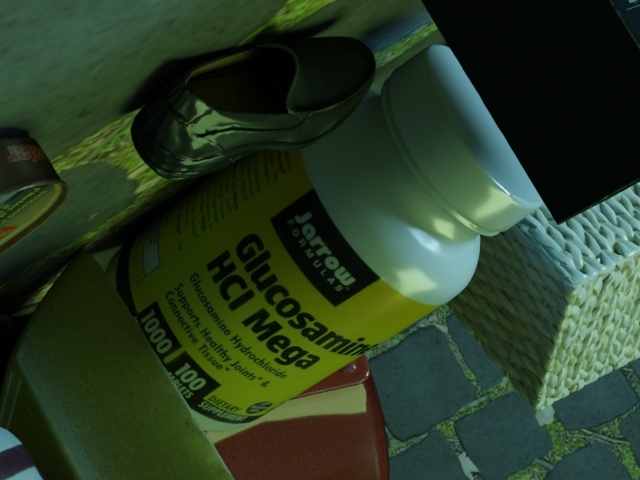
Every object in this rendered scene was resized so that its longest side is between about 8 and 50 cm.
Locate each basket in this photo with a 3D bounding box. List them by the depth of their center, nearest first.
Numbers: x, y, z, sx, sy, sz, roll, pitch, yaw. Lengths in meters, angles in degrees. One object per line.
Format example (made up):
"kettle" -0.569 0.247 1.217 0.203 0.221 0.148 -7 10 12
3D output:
"basket" 0.318 -0.012 1.526 0.266 0.331 0.328 -24 146 -19

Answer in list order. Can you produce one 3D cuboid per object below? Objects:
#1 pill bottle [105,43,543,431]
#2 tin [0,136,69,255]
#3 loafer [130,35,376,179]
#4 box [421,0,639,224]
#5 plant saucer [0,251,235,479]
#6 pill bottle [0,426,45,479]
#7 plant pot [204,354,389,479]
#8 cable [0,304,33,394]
"pill bottle" 0.000 0.000 0.892 0.334 0.188 0.188 -35 174 28
"tin" -0.210 0.010 0.567 0.190 0.040 0.106 -34 171 17
"loafer" -0.025 -0.085 0.647 0.170 0.062 0.061 -30 170 -38
"box" 0.188 -0.141 0.689 0.103 0.184 0.261 -37 173 40
"plant saucer" -0.178 0.237 0.890 0.081 0.333 0.332 -14 143 -36
"pill bottle" -0.244 0.257 0.707 0.224 0.392 0.224 -32 174 -4
"plant pot" -0.074 0.130 1.155 0.267 0.267 0.236 -10 149 -15
"cable" -0.252 0.097 0.949 0.139 0.072 0.287 -36 177 -19
